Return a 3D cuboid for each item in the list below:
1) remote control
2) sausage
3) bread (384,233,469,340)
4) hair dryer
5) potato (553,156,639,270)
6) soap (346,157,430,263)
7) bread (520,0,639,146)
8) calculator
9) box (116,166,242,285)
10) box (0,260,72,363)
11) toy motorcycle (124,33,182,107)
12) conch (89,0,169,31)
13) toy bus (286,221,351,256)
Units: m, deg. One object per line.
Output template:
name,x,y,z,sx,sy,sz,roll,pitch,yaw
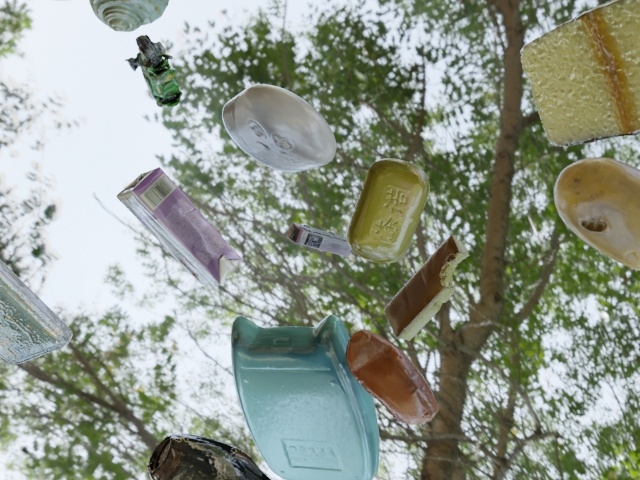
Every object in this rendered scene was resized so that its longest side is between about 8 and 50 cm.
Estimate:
remote control,-0.090,-0.225,1.421,0.103,0.221,0.332,-55,-161,-14
sausage,0.109,0.215,1.079,0.089,0.089,0.179,-41,-95,-2
bread,0.215,0.097,1.361,0.226,0.049,0.088,-52,-145,30
hair dryer,-0.095,0.419,0.903,0.120,0.304,0.359,-48,-161,8
potato,0.478,-0.044,1.092,0.150,0.234,0.146,-50,-177,35
soap,0.089,-0.038,0.905,0.045,0.089,0.140,-122,-130,-75
bread,0.353,-0.194,0.699,0.178,0.135,0.240,-25,-171,-24
calculator,-0.027,0.307,1.233,0.256,0.386,0.054,-3,-152,21
box,-0.127,-0.011,0.622,0.036,0.117,0.051,-50,-155,-24
box,-0.520,0.078,1.052,0.142,0.285,0.044,-23,-150,22
toy motorcycle,-0.304,-0.307,1.289,0.074,0.190,0.106,-34,-96,-13
conch,-0.313,-0.417,1.125,0.135,0.153,0.102,9,-169,9
toy bus,0.000,0.000,1.351,0.052,0.131,0.036,41,-68,57
